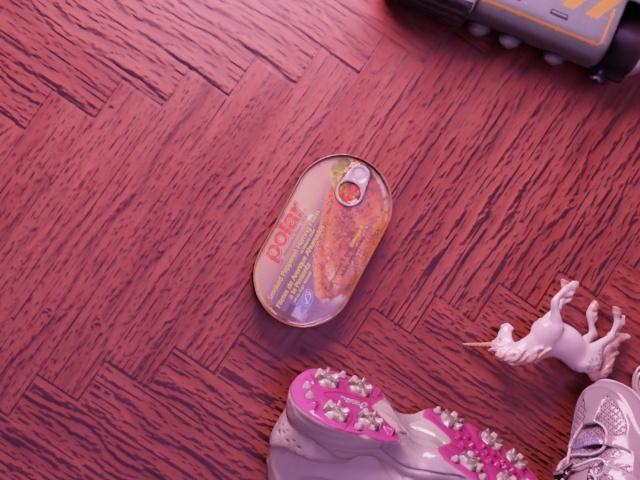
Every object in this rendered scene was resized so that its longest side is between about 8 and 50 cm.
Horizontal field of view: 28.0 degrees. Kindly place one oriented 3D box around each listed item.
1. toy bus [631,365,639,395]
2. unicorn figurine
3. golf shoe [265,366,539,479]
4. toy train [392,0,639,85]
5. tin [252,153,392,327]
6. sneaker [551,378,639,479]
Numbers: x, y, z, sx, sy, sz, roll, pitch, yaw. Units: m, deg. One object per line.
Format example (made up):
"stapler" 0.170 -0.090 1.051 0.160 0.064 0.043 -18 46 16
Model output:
"toy bus" 0.467 0.115 1.369 0.191 0.104 0.202 28 83 -7
"unicorn figurine" 0.252 0.099 1.357 0.162 0.060 0.111 28 83 -7
"golf shoe" 0.085 0.239 1.315 0.306 0.115 0.140 24 113 -13
"toy train" 0.221 -0.292 1.340 0.334 0.142 0.190 20 97 -9
"tin" 0.000 0.000 1.334 0.106 0.040 0.190 30 83 -11
"sneaker" 0.268 0.255 1.272 0.115 0.105 0.281 31 52 -25
